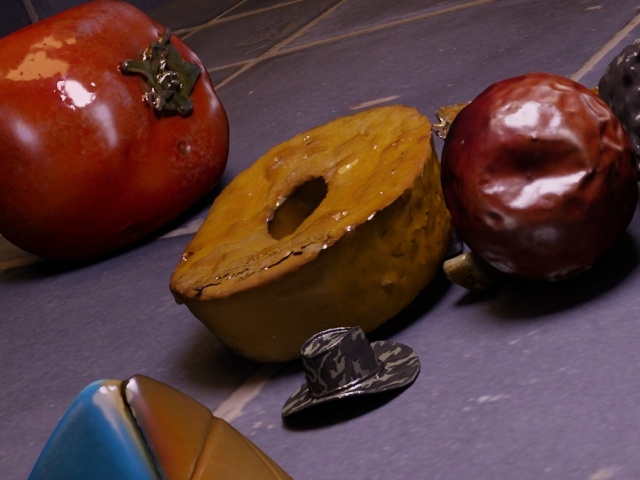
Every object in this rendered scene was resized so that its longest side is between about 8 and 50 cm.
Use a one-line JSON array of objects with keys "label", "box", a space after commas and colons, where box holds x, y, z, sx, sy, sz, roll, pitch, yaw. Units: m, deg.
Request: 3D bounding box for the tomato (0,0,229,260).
[{"label": "tomato", "box": [-0.277, -0.132, 2.120, 0.290, 0.293, 0.325, -29, 15, 31]}]

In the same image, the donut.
[{"label": "donut", "box": [-0.001, 0.002, 1.562, 0.278, 0.108, 0.277, -26, 22, 11]}]

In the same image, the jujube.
[{"label": "jujube", "box": [0.177, -0.051, 1.466, 0.168, 0.168, 0.236, -20, 1, 7]}]

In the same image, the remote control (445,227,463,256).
[{"label": "remote control", "box": [0.113, -0.026, 1.701, 0.059, 0.028, 0.212, -20, 16, 14]}]

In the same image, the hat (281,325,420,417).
[{"label": "hat", "box": [0.017, 0.094, 1.392, 0.121, 0.050, 0.121, -19, 13, 5]}]

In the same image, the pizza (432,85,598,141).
[{"label": "pizza", "box": [0.193, -0.100, 1.772, 0.201, 0.053, 0.193, -28, 28, -22]}]

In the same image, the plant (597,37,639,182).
[{"label": "plant", "box": [0.319, -0.097, 1.454, 0.149, 0.146, 0.274, -20, 16, -6]}]

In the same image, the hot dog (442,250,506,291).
[{"label": "hot dog", "box": [0.135, 0.024, 1.503, 0.030, 0.034, 0.090, -24, -7, 33]}]

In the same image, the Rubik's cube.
[{"label": "Rubik's cube", "box": [-0.078, 0.215, 0.973, 0.254, 0.254, 0.254, -20, 16, 6]}]
